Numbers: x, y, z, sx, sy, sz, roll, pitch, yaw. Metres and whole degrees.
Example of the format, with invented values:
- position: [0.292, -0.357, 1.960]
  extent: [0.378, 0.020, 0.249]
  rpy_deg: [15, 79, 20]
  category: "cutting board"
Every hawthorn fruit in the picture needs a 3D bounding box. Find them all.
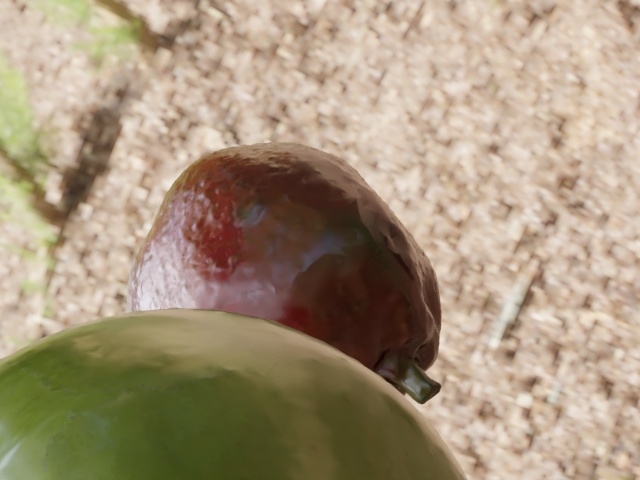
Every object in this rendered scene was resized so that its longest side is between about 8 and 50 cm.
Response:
- position: [-0.017, 0.059, 1.608]
  extent: [0.307, 0.265, 0.265]
  rpy_deg: [41, 103, 34]
  category: "hawthorn fruit"

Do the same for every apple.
- position: [-0.076, 0.206, 1.001]
  extent: [0.357, 0.357, 0.357]
  rpy_deg: [-17, 63, 38]
  category: "apple"
